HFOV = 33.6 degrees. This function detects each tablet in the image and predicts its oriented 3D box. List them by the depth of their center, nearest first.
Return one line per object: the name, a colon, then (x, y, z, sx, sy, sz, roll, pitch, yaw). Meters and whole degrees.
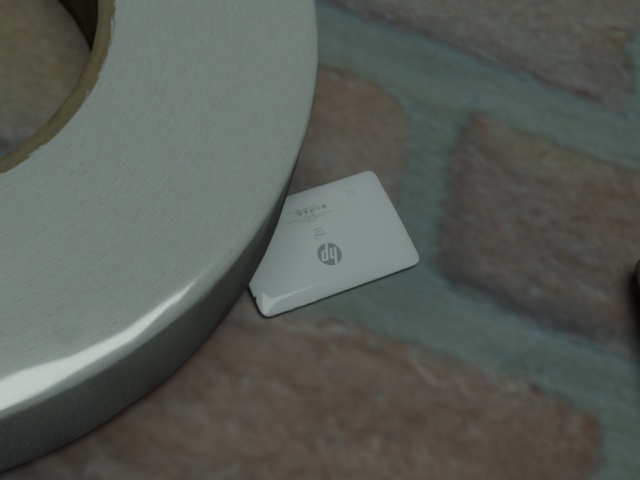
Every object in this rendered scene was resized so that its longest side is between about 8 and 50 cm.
tablet: (0.000, 0.000, 0.496, 0.083, 0.006, 0.054, -19, 69, -21)

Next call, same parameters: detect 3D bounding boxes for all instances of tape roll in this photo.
tape roll: (-0.195, -0.083, 0.455, 0.391, 0.072, 0.392, 5, 62, -9)

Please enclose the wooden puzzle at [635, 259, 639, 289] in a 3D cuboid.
wooden puzzle: (0.275, 0.102, 0.484, 0.238, 0.044, 0.221, 1, 62, -13)
